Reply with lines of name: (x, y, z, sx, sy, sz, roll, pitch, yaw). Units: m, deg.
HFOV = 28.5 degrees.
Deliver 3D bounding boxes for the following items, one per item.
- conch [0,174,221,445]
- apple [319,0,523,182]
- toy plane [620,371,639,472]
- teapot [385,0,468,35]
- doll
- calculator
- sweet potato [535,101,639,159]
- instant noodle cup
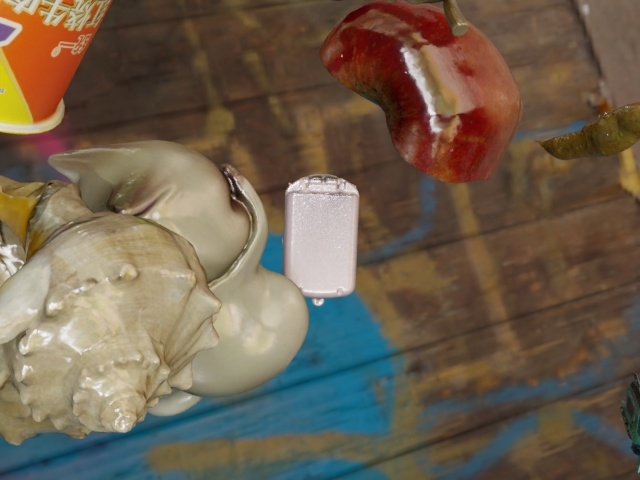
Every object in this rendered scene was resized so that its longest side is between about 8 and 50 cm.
conch: (-0.227, 0.057, 0.934, 0.324, 0.263, 0.186, 26, 113, 55)
apple: (0.184, -0.250, 2.152, 0.295, 0.365, 0.328, -5, 86, 34)
toy plane: (0.411, 0.240, 1.564, 0.235, 0.060, 0.096, -85, 13, -65)
teapot: (0.111, -0.238, 1.204, 0.085, 0.080, 0.110, -45, 68, 46)
doll: (-0.156, 0.036, 1.494, 0.215, 0.226, 0.370, 41, 155, 47)
calculator: (0.000, 0.000, 1.655, 0.032, 0.100, 0.175, -136, 49, -81)
sweet potato: (0.422, -0.157, 1.845, 0.274, 0.067, 0.067, -14, 90, 51)
instant noodle cup: (-0.208, -0.196, 0.787, 0.174, 0.213, 0.213, -52, 50, 18)
